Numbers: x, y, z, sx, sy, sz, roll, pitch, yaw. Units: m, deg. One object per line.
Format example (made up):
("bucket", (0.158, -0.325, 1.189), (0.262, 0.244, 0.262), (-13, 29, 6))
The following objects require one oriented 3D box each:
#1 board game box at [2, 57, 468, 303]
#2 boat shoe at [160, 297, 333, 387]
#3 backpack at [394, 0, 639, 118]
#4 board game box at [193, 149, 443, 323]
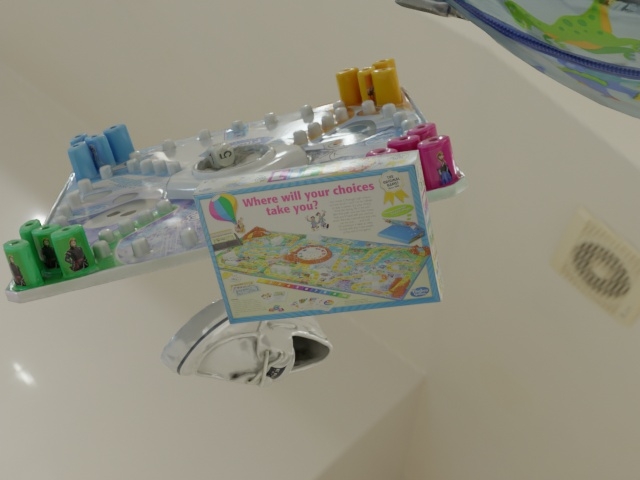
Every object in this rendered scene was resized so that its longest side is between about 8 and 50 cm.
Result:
("board game box", (-0.085, -0.079, 1.031), (0.390, 0.389, 0.050), (-100, 177, -70))
("boat shoe", (-0.064, 0.110, 1.121), (0.084, 0.258, 0.095), (44, -66, 20))
("backpack", (0.116, -0.213, 0.457), (0.355, 0.290, 0.273), (45, -2, 34))
("board game box", (0.000, 0.000, 0.729), (0.154, 0.026, 0.104), (-7, -65, 14))
